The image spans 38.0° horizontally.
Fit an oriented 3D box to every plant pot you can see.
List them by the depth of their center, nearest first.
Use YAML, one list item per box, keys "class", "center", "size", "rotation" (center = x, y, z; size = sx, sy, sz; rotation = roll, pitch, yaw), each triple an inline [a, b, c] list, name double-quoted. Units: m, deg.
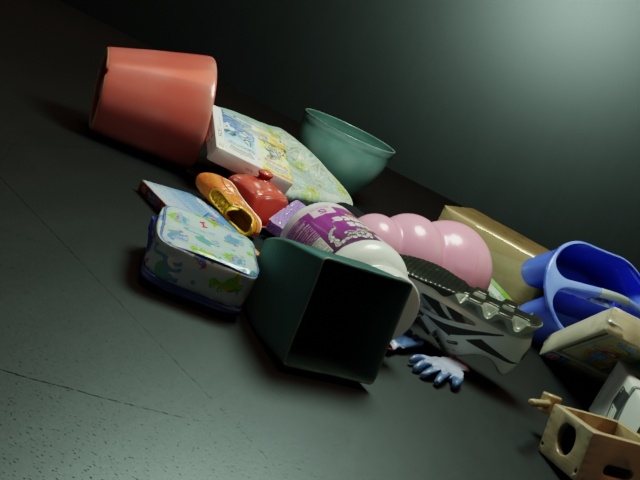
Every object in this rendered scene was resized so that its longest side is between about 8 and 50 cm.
- class: "plant pot"
  center: [-0.012, 0.086, 1.432]
  size: [0.165, 0.165, 0.234]
  rotation: [18, 8, -33]
- class: "plant pot"
  center: [-0.391, -0.320, 2.136]
  size: [0.243, 0.274, 0.275]
  rotation: [12, 17, -20]
- class: "plant pot"
  center: [0.048, -0.239, 2.746]
  size: [0.293, 0.196, 0.293]
  rotation: [24, 14, -6]

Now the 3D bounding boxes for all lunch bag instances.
- class: "lunch bag"
  center: [-0.193, 0.026, 1.467]
  size: [0.176, 0.090, 0.219]
  rotation: [24, 13, -14]

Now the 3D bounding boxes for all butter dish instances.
- class: "butter dish"
  center: [-0.138, -0.098, 2.005]
  size: [0.160, 0.118, 0.160]
  rotation: [35, 15, 36]

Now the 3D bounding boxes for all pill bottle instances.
- class: "pill bottle"
  center: [0.050, 0.057, 1.630]
  size: [0.169, 0.169, 0.301]
  rotation: [18, 14, -30]

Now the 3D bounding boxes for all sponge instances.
- class: "sponge"
  center: [0.000, 0.000, 1.948]
  size: [0.210, 0.031, 0.117]
  rotation: [34, 36, 11]

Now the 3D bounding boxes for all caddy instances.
- class: "caddy"
  center: [0.619, 0.140, 2.150]
  size: [0.341, 0.241, 0.179]
  rotation: [19, -20, -28]

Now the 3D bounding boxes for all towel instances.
- class: "towel"
  center: [-0.111, -0.187, 2.327]
  size: [0.320, 0.090, 0.374]
  rotation: [48, 22, 26]

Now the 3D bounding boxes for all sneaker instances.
- class: "sneaker"
  center: [0.226, 0.138, 1.714]
  size: [0.331, 0.146, 0.122]
  rotation: [29, 22, 18]
- class: "sneaker"
  center: [-0.187, -0.078, 1.883]
  size: [0.175, 0.064, 0.067]
  rotation: [42, 9, 11]

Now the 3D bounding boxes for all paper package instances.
- class: "paper package"
  center: [0.460, 0.056, 2.438]
  size: [0.325, 0.168, 0.309]
  rotation: [30, 12, 22]

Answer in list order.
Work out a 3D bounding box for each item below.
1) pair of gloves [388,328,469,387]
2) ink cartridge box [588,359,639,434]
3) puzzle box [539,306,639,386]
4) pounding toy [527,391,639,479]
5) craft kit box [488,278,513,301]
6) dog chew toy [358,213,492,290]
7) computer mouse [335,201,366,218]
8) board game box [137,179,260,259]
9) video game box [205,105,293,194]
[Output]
- class: "pair of gloves"
  center: [0.170, 0.199, 1.637]
  size: [0.198, 0.023, 0.159]
  rotation: [31, 13, 23]
- class: "ink cartridge box"
  center: [0.624, 0.353, 1.651]
  size: [0.223, 0.129, 0.307]
  rotation: [27, 12, 4]
- class: "puzzle box"
  center: [0.628, 0.246, 1.874]
  size: [0.272, 0.052, 0.409]
  rotation: [27, -14, 3]
- class: "pounding toy"
  center: [0.395, 0.316, 1.470]
  size: [0.181, 0.094, 0.206]
  rotation: [17, 5, -16]
- class: "craft kit box"
  center: [0.326, 0.084, 2.147]
  size: [0.250, 0.061, 0.247]
  rotation: [48, 21, 10]
- class: "dog chew toy"
  center: [0.188, 0.038, 1.890]
  size: [0.332, 0.206, 0.206]
  rotation: [18, 15, -30]
- class: "computer mouse"
  center: [0.074, 0.008, 2.125]
  size: [0.189, 0.072, 0.272]
  rotation: [22, 25, -23]
- class: "board game box"
  center: [-0.233, -0.035, 1.776]
  size: [0.145, 0.027, 0.281]
  rotation: [15, 17, -38]
- class: "video game box"
  center: [-0.167, -0.208, 2.122]
  size: [0.205, 0.048, 0.187]
  rotation: [24, 32, -27]
